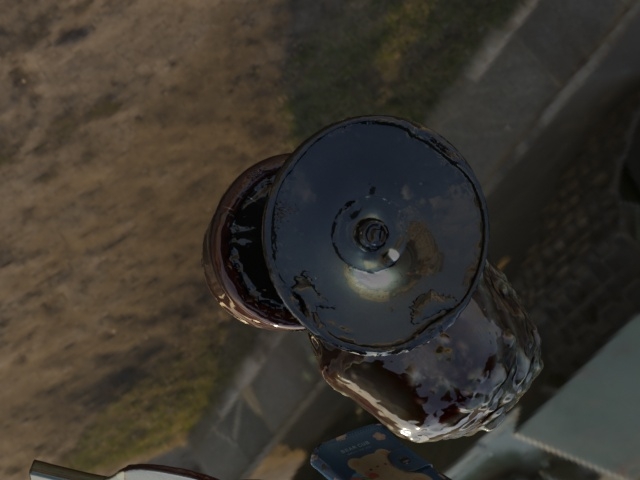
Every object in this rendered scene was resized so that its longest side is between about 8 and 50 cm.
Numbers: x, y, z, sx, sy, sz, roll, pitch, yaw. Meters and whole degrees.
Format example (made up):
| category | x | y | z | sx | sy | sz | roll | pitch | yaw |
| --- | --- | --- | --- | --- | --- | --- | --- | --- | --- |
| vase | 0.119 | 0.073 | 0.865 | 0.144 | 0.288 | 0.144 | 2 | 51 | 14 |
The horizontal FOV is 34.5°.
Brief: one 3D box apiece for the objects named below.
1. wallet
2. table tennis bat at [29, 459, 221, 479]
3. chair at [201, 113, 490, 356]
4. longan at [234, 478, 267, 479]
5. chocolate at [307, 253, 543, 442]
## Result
| category | x | y | z | sx | sy | sz | roll | pitch | yaw |
| --- | --- | --- | --- | --- | --- | --- | --- | --- | --- |
| wallet | 0.099 | 0.355 | 1.529 | 0.141 | 0.202 | 0.059 | -15 | 119 | -33 |
| table tennis bat | -0.237 | 0.339 | 1.368 | 0.301 | 0.022 | 0.173 | 12 | 139 | 0 |
| chair | 0.000 | 0.000 | 1.131 | 0.226 | 0.226 | 0.401 | -30 | -174 | -15 |
| longan | -0.042 | 0.408 | 1.031 | 0.288 | 0.350 | 0.288 | -28 | -169 | 6 |
| chocolate | 0.144 | 0.126 | 1.202 | 0.225 | 0.210 | 0.340 | -47 | 161 | 13 |
